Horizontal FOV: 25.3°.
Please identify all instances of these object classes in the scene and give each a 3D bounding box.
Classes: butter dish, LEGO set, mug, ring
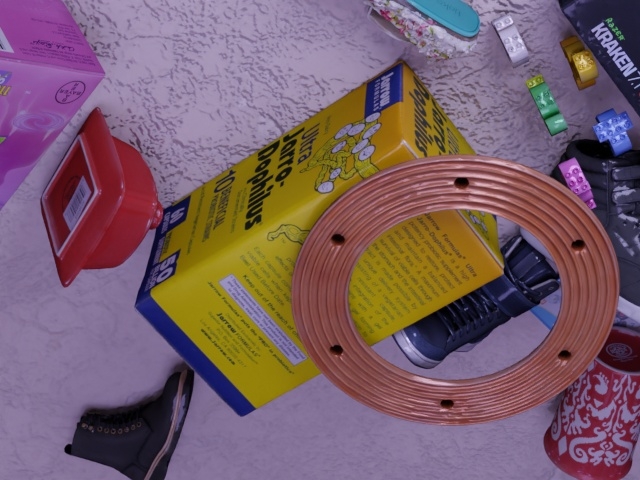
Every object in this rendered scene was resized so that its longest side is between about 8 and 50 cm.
[{"bbox_3d":[-0.233,-0.040,1.610,0.118,0.160,0.160,15,125,-34],"label":"butter dish"},{"bbox_3d":[0.259,-0.148,1.468,0.087,0.093,0.227,-26,86,7],"label":"LEGO set"},{"bbox_3d":[0.354,0.187,1.738,0.113,0.150,0.169,28,130,24],"label":"mug"},{"bbox_3d":[0.138,0.054,1.471,0.337,0.032,0.336,2,123,2],"label":"ring"}]

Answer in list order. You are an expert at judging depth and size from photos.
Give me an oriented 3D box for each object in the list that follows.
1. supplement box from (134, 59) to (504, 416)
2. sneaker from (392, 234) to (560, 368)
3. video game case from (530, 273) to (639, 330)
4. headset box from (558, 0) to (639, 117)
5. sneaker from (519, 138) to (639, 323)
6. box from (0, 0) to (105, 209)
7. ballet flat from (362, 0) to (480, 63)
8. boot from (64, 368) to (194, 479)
[{"bbox_3d":[0.000,0.000,1.576,0.357,0.194,0.195,-31,116,20],"label":"supplement box"},{"bbox_3d":[0.176,0.065,1.613,0.163,0.226,0.086,-39,77,24],"label":"sneaker"},{"bbox_3d":[0.344,0.064,1.705,0.166,0.015,0.119,-38,114,24],"label":"video game case"},{"bbox_3d":[0.418,-0.246,1.431,0.283,0.131,0.246,-32,116,21],"label":"headset box"},{"bbox_3d":[0.351,-0.008,1.533,0.296,0.105,0.146,36,124,34],"label":"sneaker"},{"bbox_3d":[-0.389,-0.143,1.487,0.243,0.117,0.214,-45,152,27],"label":"box"},{"bbox_3d":[0.058,-0.261,1.475,0.241,0.091,0.077,37,140,-15],"label":"ballet flat"},{"bbox_3d":[-0.244,0.230,1.815,0.137,0.077,0.197,20,121,-3],"label":"boot"}]
